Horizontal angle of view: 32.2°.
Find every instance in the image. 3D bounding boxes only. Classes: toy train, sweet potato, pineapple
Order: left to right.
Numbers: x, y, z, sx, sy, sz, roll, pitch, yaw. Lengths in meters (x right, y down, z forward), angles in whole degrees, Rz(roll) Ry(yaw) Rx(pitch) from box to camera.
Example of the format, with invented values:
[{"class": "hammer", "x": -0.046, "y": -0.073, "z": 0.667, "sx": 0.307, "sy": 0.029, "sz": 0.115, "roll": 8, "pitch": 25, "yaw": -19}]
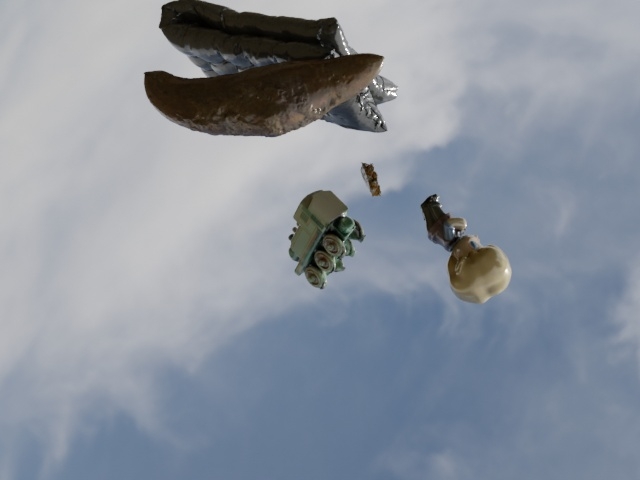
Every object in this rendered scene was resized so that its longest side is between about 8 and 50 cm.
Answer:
[{"class": "sweet potato", "x": -0.082, "y": -0.191, "z": 1.487, "sx": 0.341, "sy": 0.092, "sz": 0.114, "roll": -4, "pitch": -118, "yaw": 16}, {"class": "toy train", "x": 0.000, "y": 0.000, "z": 1.985, "sx": 0.080, "sy": 0.125, "sz": 0.194, "roll": -35, "pitch": 165, "yaw": -37}, {"class": "pineapple", "x": 0.082, "y": -0.107, "z": 1.855, "sx": 0.019, "sy": 0.045, "sz": 0.083, "roll": -12, "pitch": -146, "yaw": -8}]

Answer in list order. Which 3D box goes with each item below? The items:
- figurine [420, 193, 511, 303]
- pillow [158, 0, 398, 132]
[{"class": "figurine", "x": 0.238, "y": 0.012, "z": 1.837, "sx": 0.108, "sy": 0.114, "sz": 0.196, "roll": -26, "pitch": -117, "yaw": -5}, {"class": "pillow", "x": -0.065, "y": -0.263, "z": 1.663, "sx": 0.326, "sy": 0.228, "sz": 0.101, "roll": 13, "pitch": -106, "yaw": 32}]
